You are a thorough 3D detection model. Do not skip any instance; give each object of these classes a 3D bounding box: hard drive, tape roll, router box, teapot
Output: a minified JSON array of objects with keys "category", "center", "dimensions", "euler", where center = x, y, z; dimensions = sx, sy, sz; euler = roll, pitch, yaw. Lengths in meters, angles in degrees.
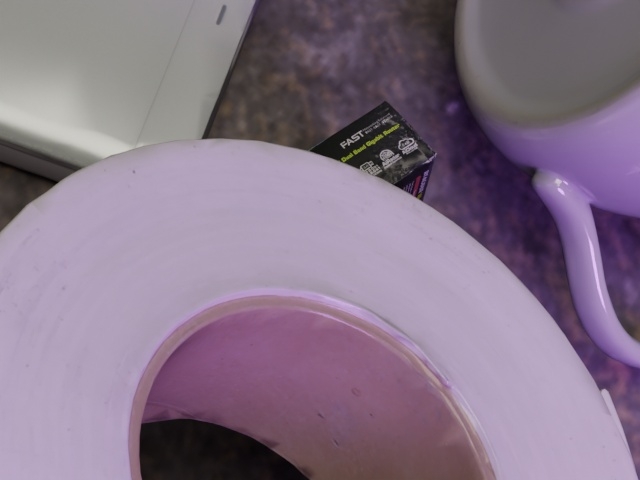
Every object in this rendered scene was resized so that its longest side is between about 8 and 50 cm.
[{"category":"hard drive","center":[-0.185,-0.151,0.914],"dimensions":[0.308,0.040,0.203],"euler":[20,65,-1]},{"category":"tape roll","center":[-0.019,0.106,0.654],"dimensions":[0.286,0.100,0.286],"euler":[17,51,-22]},{"category":"router box","center":[0.000,0.000,0.834],"dimensions":[0.092,0.122,0.038],"euler":[-33,70,-21]},{"category":"teapot","center":[0.200,-0.105,0.878],"dimensions":[0.187,0.256,0.252],"euler":[27,39,-32]}]
